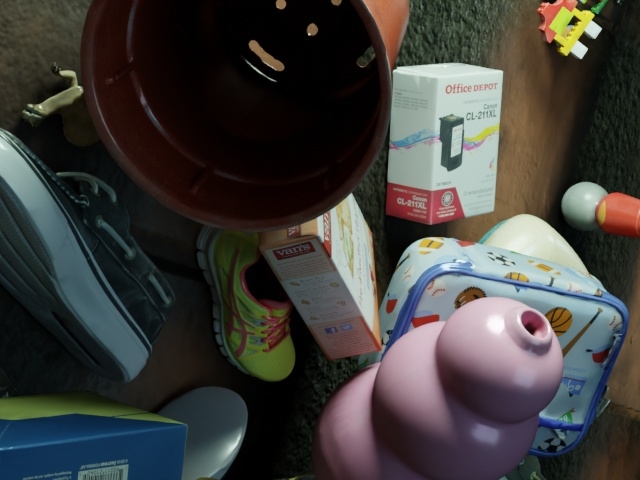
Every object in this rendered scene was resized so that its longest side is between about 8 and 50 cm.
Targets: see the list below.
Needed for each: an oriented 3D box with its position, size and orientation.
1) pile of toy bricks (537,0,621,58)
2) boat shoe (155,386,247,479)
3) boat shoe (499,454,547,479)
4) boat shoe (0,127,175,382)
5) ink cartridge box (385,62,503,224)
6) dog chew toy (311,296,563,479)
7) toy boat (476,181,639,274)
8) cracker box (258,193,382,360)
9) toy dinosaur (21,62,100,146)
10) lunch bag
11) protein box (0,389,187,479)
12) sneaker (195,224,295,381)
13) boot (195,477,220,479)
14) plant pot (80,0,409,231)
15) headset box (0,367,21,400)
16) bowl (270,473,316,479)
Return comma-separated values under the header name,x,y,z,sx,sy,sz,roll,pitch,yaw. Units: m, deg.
name,x,y,z,sx,sy,sz,roll,pitch,yaw
pile of toy bricks,0.331,-0.346,1.841,0.105,0.118,0.212,34,91,-18
boat shoe,-0.160,0.268,1.466,0.088,0.096,0.267,97,19,-55
boat shoe,0.238,0.305,1.898,0.091,0.109,0.305,-59,142,-19
boat shoe,-0.235,-0.007,1.304,0.119,0.121,0.335,-61,148,-28
ink cartridge box,0.146,-0.117,1.704,0.127,0.072,0.175,-12,109,-45
dog chew toy,0.129,0.179,1.497,0.207,0.206,0.332,-19,155,-43
toy boat,0.303,0.046,1.889,0.318,0.148,0.267,-44,125,-21
cracker box,0.000,0.000,1.492,0.232,0.067,0.155,60,22,-53
toy dinosaur,-0.201,-0.128,1.352,0.183,0.053,0.092,11,107,-41
lunch bag,0.208,0.136,1.707,0.303,0.115,0.243,14,107,-19
protein box,-0.233,0.240,1.171,0.200,0.136,0.201,0,99,-49
sneaker,-0.062,0.071,1.512,0.081,0.094,0.208,-43,130,-32
boot,-0.107,0.334,1.436,0.165,0.077,0.213,-46,140,-2
plant pot,-0.041,-0.184,1.315,0.265,0.272,0.272,-59,144,-61
headset box,-0.322,0.258,1.265,0.218,0.110,0.293,-48,131,-29
bowl,-0.056,0.330,1.600,0.170,0.080,0.170,-16,111,-45
